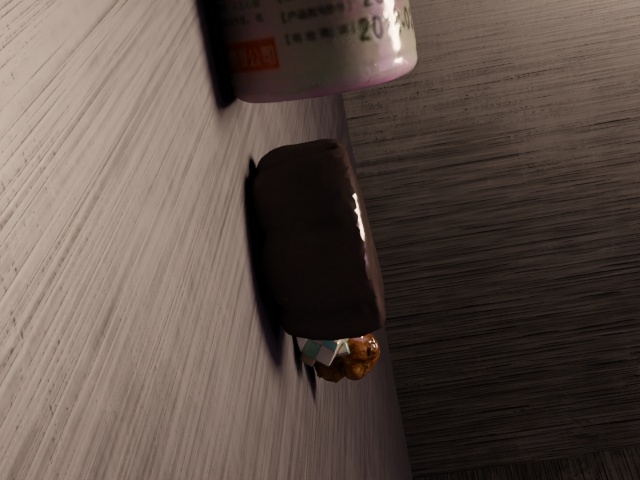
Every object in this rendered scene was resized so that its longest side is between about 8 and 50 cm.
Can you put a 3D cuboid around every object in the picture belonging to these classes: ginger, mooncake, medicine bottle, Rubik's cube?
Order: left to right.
[{"bbox_3d":[-0.025,-0.359,1.427,0.219,0.219,0.388,-76,157,-77],"label":"medicine bottle"},{"bbox_3d":[0.000,0.000,1.529,0.245,0.133,0.245,-9,90,-84],"label":"mooncake"},{"bbox_3d":[0.006,0.128,1.682,0.075,0.084,0.073,11,64,-67],"label":"Rubik's cube"},{"bbox_3d":[0.023,0.130,1.772,0.073,0.103,0.162,-41,122,-41],"label":"ginger"}]
